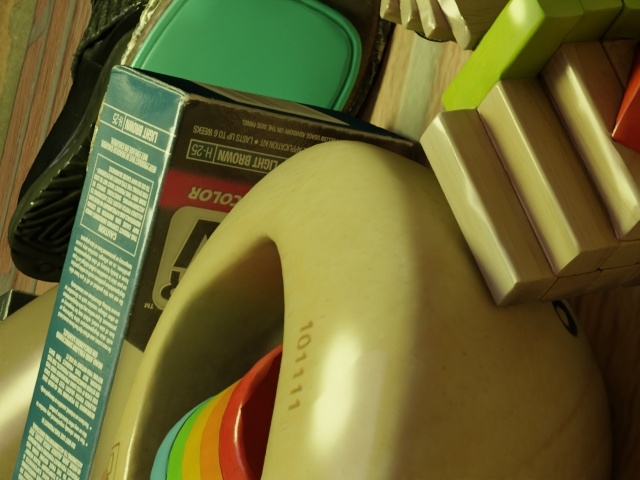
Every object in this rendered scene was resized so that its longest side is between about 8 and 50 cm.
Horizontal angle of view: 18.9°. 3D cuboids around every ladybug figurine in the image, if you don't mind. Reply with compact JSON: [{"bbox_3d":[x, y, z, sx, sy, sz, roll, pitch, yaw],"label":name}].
[{"bbox_3d":[0.006,0.119,0.949,0.449,0.162,0.305,146,134,-66],"label":"ladybug figurine"}]

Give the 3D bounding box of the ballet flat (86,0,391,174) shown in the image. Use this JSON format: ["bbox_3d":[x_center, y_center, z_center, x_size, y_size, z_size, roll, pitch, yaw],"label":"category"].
[{"bbox_3d":[-0.012,-0.198,1.331,0.182,0.164,0.483,-70,6,-73],"label":"ballet flat"}]

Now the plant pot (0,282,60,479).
[{"bbox_3d":[-0.162,0.128,1.422,0.229,0.263,0.263,-46,29,26],"label":"plant pot"}]

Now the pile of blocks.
[{"bbox_3d":[0.116,-0.146,0.827,0.113,0.149,0.362,125,154,-50],"label":"pile of blocks"}]

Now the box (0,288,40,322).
[{"bbox_3d":[-0.229,0.110,1.742,0.158,0.156,0.093,158,125,-70],"label":"box"}]

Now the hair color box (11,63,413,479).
[{"bbox_3d":[-0.077,0.080,1.201,0.105,0.174,0.347,27,105,55],"label":"hair color box"}]

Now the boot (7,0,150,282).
[{"bbox_3d":[-0.211,-0.149,1.926,0.348,0.131,0.260,-53,33,30],"label":"boot"}]

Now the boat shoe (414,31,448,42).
[{"bbox_3d":[0.087,-0.140,1.080,0.152,0.056,0.049,143,143,-65],"label":"boat shoe"}]
